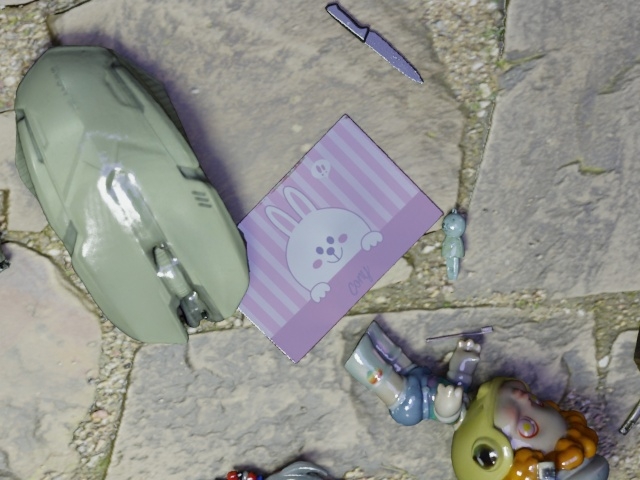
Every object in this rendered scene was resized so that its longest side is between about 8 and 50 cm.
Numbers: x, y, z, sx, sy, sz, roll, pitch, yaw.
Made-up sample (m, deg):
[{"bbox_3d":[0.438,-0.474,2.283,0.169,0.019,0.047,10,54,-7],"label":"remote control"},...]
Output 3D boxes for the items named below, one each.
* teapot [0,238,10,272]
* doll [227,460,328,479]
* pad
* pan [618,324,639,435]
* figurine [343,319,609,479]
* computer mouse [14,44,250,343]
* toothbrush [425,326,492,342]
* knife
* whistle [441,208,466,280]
[{"bbox_3d":[-0.498,-0.033,1.505,0.107,0.077,0.200,-22,97,2],"label":"teapot"},{"bbox_3d":[-0.055,0.356,1.585,0.194,0.062,0.104,-1,95,3],"label":"doll"},{"bbox_3d":[0.000,0.000,1.579,0.300,0.005,0.202,-45,97,1],"label":"pad"},{"bbox_3d":[0.509,0.192,1.614,0.128,0.048,0.202,8,96,-6],"label":"pan"},{"bbox_3d":[0.204,0.254,1.564,0.382,0.224,0.205,40,115,17],"label":"figurine"},{"bbox_3d":[-0.256,-0.061,1.486,0.228,0.145,0.429,-29,97,-3],"label":"computer mouse"},{"bbox_3d":[0.196,0.134,1.607,0.097,0.006,0.008,-10,84,-3],"label":"toothbrush"},{"bbox_3d":[0.076,-0.270,1.555,0.170,0.010,0.023,39,98,-9],"label":"knife"},{"bbox_3d":[0.185,0.005,1.578,0.035,0.035,0.100,0,97,-4],"label":"whistle"}]
